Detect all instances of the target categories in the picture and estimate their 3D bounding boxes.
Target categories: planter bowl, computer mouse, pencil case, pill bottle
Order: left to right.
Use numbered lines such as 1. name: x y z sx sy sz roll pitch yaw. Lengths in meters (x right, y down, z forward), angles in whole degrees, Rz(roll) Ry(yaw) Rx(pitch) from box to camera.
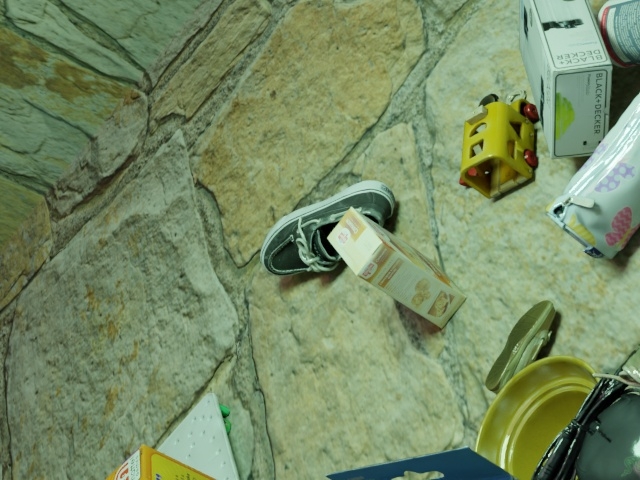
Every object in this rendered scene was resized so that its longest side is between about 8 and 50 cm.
1. planter bowl: 0.303 0.262 1.689 0.217 0.090 0.217 -37 35 32
2. computer mouse: 0.323 0.232 1.466 0.188 0.072 0.272 -56 17 -3
3. pencil case: 0.427 -0.108 1.823 0.273 0.124 0.113 -52 29 9
4. pill bottle: 0.499 -0.316 1.927 0.180 0.108 0.108 -6 57 55

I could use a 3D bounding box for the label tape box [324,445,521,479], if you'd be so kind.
1. label tape box: 0.189 0.362 1.514 0.240 0.333 0.106 -22 45 47

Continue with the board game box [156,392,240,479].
1. board game box: -0.262 0.521 2.344 0.390 0.050 0.390 -49 30 15

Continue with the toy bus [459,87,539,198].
1. toy bus: 0.279 -0.172 2.128 0.191 0.104 0.202 -57 29 2

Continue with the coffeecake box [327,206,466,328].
1. coffeecake box: 0.118 0.042 2.084 0.068 0.185 0.142 -53 30 9

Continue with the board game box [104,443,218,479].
1. board game box: -0.214 0.584 1.893 0.356 0.356 0.356 -44 32 24

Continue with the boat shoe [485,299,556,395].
1. boat shoe: 0.289 0.155 1.870 0.153 0.048 0.056 -58 16 -14

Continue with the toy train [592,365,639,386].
1. toy train: 0.404 0.110 1.403 0.248 0.105 0.143 12 113 32

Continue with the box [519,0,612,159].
1. box: 0.367 -0.279 2.022 0.087 0.169 0.290 -7 44 1

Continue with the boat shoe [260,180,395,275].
1. boat shoe: 0.003 0.003 2.375 0.306 0.113 0.105 -24 28 32
